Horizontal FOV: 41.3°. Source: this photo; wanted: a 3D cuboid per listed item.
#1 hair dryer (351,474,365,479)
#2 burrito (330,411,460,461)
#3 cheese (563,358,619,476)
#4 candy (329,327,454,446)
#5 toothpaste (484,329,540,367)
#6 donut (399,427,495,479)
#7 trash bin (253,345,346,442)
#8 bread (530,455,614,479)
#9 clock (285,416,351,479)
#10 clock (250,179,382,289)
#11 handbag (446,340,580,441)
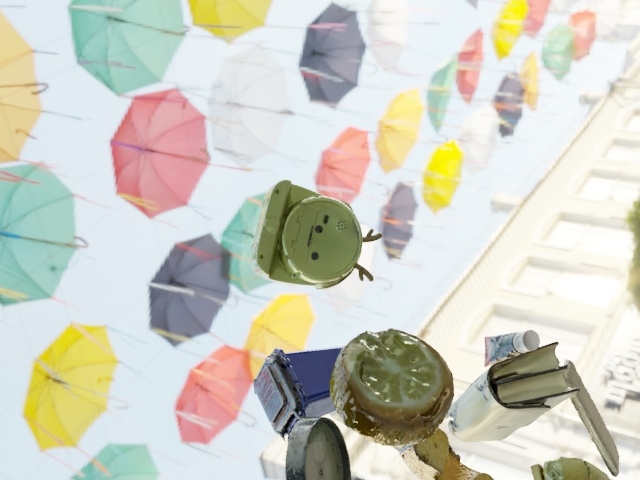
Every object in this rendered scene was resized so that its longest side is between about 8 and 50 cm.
[{"bbox_3d":[0.037,0.506,1.847,0.053,0.220,0.195,-24,-99,-26],"label":"hair dryer"},{"bbox_3d":[0.199,0.520,2.295,0.117,0.392,0.076,96,-161,-58],"label":"burrito"},{"bbox_3d":[0.747,0.490,2.335,0.400,0.034,0.085,58,-140,-25],"label":"cheese"},{"bbox_3d":[0.147,0.295,1.735,0.260,0.260,0.118,-46,-19,-40],"label":"candy"},{"bbox_3d":[0.408,0.234,1.859,0.045,0.193,0.071,10,-106,-19],"label":"toothpaste"},{"bbox_3d":[0.276,0.522,1.934,0.259,0.152,0.101,44,-113,-14],"label":"donut"},{"bbox_3d":[-0.014,0.338,1.939,0.234,0.184,0.162,-8,-36,-33],"label":"trash bin"},{"bbox_3d":[0.453,0.435,1.520,0.156,0.117,0.064,39,-132,-31],"label":"bread"},{"bbox_3d":[0.000,0.443,1.615,0.215,0.042,0.215,-10,-90,-67],"label":"clock"},{"bbox_3d":[0.000,0.000,2.001,0.308,0.096,0.235,15,-101,-15],"label":"clock"},{"bbox_3d":[0.490,0.415,2.226,0.358,0.236,0.160,109,148,-62],"label":"handbag"}]
